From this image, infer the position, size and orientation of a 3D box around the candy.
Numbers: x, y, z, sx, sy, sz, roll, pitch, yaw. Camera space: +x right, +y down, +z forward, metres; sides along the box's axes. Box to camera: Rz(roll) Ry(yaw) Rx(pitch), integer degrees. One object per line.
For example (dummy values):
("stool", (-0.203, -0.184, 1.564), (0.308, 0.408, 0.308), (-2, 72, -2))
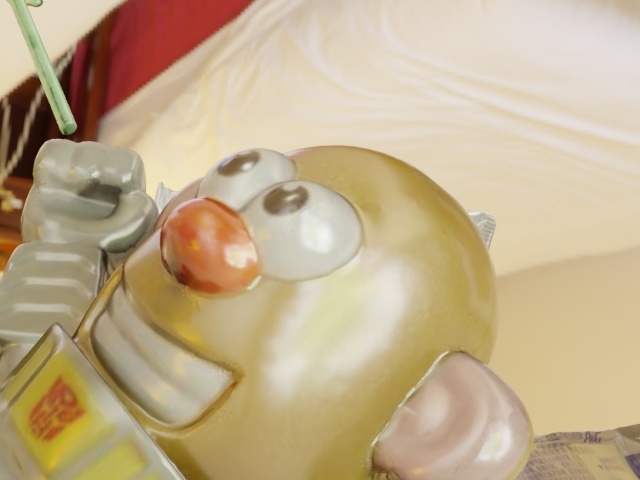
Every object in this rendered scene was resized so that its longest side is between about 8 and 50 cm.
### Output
("candy", (-0.148, -0.123, 0.550), (0.060, 0.201, 0.060), (-20, 149, -13))

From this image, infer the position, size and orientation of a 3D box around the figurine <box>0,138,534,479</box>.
("figurine", (-0.053, 0.075, 0.448), (0.285, 0.342, 0.167), (-36, 160, -13))

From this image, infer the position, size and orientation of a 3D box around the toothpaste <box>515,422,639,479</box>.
("toothpaste", (0.195, 0.196, 0.927), (0.099, 0.068, 0.282), (27, 157, -21))

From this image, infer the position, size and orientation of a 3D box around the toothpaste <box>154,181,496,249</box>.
("toothpaste", (0.000, 0.000, 1.035), (0.299, 0.073, 0.114), (8, 125, -6))
